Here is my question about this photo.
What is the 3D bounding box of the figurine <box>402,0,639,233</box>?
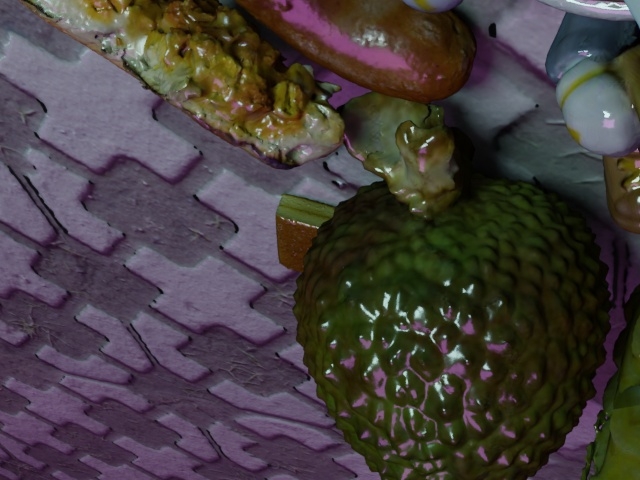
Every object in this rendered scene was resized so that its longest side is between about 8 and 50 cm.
[{"bbox_3d":[0.169,-0.146,0.461,0.261,0.186,0.382,-18,133,12],"label":"figurine"}]

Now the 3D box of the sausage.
[{"bbox_3d":[-0.022,-0.192,0.617,0.302,0.076,0.103,37,148,-23],"label":"sausage"}]

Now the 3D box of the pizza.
[{"bbox_3d":[-0.110,-0.151,0.682,0.305,0.085,0.161,33,-174,14],"label":"pizza"}]

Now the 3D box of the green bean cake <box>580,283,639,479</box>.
[{"bbox_3d":[0.350,0.126,0.678,0.202,0.285,0.310,44,140,-23],"label":"green bean cake"}]

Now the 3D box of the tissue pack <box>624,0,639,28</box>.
[{"bbox_3d":[0.196,-0.167,0.289,0.177,0.263,0.089,51,168,-24],"label":"tissue pack"}]

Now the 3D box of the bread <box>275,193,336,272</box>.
[{"bbox_3d":[0.000,0.000,0.927,0.090,0.035,0.094,15,147,10],"label":"bread"}]

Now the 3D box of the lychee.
[{"bbox_3d":[0.103,0.057,0.740,0.270,0.270,0.320,18,104,6],"label":"lychee"}]
